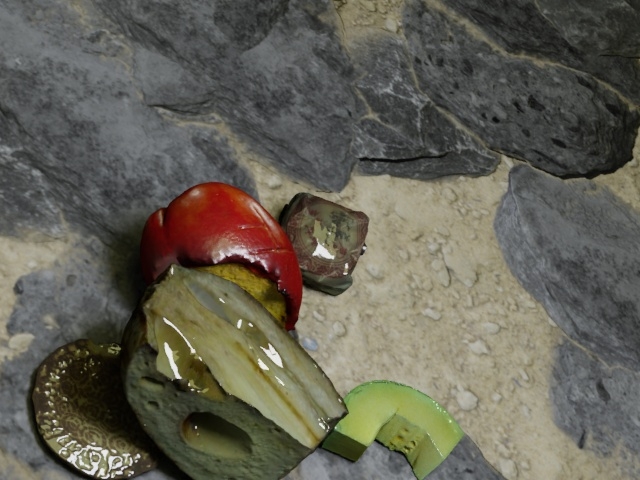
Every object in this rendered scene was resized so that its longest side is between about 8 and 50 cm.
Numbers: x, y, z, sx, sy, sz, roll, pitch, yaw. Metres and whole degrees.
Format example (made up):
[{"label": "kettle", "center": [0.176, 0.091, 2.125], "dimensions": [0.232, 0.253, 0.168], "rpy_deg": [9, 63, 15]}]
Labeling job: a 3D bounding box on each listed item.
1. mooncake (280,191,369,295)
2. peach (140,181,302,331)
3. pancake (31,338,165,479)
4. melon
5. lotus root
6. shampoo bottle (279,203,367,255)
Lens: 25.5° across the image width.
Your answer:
[{"label": "mooncake", "center": [0.000, 0.000, 2.006], "dimensions": [0.125, 0.073, 0.130], "rpy_deg": [23, 64, -17]}, {"label": "peach", "center": [-0.124, 0.040, 1.828], "dimensions": [0.190, 0.196, 0.226], "rpy_deg": [-34, 81, -7]}, {"label": "pancake", "center": [-0.261, 0.203, 1.719], "dimensions": [0.199, 0.021, 0.199], "rpy_deg": [19, 48, -22]}, {"label": "melon", "center": [0.096, 0.254, 1.901], "dimensions": [0.209, 0.064, 0.118], "rpy_deg": [24, 45, -21]}, {"label": "lotus root", "center": [-0.124, 0.181, 1.729], "dimensions": [0.314, 0.142, 0.210], "rpy_deg": [46, 33, -15]}, {"label": "shampoo bottle", "center": [0.005, -0.013, 2.069], "dimensions": [0.137, 0.027, 0.048], "rpy_deg": [25, 52, -17]}]
